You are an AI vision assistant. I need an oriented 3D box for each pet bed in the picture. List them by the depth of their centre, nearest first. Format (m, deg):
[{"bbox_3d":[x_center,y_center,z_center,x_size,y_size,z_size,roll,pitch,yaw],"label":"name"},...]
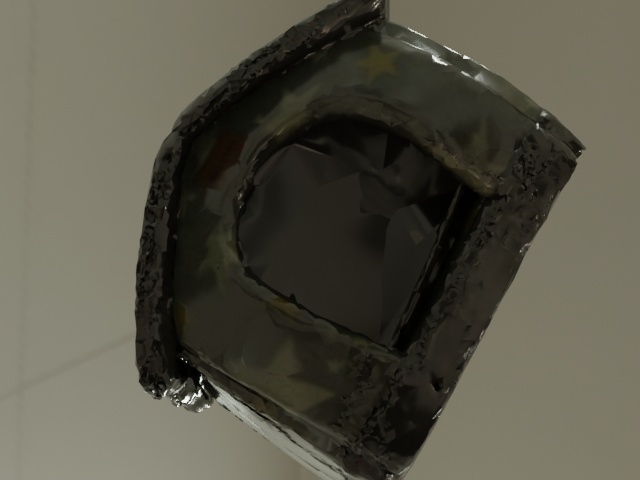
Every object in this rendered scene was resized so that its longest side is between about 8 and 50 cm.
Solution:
[{"bbox_3d":[0.000,0.000,0.763,0.159,0.211,0.183,29,-96,6],"label":"pet bed"}]
